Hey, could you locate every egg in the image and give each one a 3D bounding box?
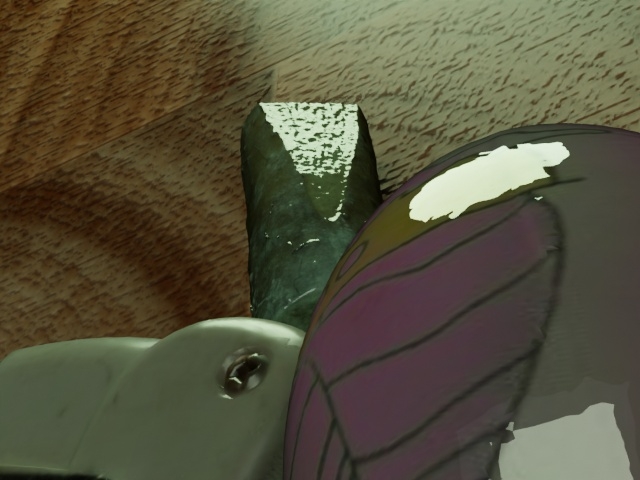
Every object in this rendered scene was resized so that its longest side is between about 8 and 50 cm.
[{"bbox_3d":[0.081,0.065,0.557,0.196,0.196,0.271,-30,44,13],"label":"egg"}]

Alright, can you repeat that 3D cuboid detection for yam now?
[{"bbox_3d":[0.000,0.000,0.830,0.068,0.068,0.169,-28,36,16],"label":"yam"}]

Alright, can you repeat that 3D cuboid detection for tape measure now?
[{"bbox_3d":[-0.089,0.154,0.678,0.265,0.130,0.258,-4,49,41],"label":"tape measure"}]
